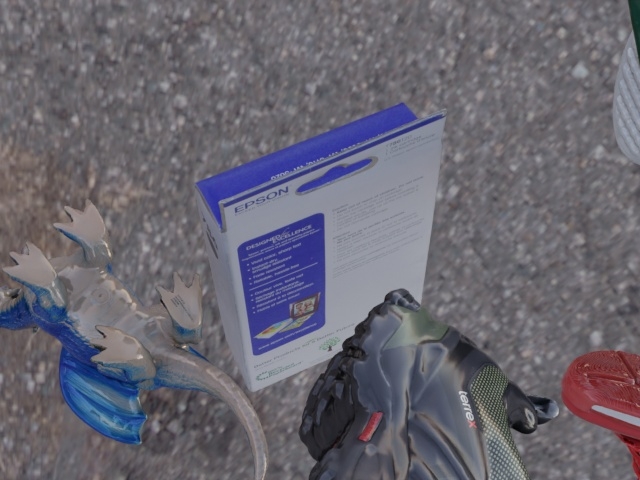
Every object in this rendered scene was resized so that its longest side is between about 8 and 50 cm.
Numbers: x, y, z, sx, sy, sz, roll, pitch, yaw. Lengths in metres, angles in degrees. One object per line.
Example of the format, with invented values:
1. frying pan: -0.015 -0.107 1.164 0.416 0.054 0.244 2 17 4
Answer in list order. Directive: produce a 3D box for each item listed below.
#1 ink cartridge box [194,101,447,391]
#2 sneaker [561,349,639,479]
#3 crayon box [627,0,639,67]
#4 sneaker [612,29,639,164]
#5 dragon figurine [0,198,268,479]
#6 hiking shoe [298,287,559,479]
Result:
1. ink cartridge box: 0.000 0.000 0.930 0.165 0.333 0.065 -22 65 -11
2. sneaker: 0.247 0.165 0.917 0.221 0.128 0.087 18 26 -23
3. crayon box: 0.342 -0.148 0.741 0.106 0.313 0.363 28 66 40
4. sneaker: 0.335 -0.169 0.920 0.161 0.102 0.282 16 105 -35
5. dragon figurine: -0.127 0.071 0.809 0.289 0.144 0.085 34 61 18
6. hiking shoe: 0.038 0.120 0.455 0.114 0.086 0.227 27 49 -6
